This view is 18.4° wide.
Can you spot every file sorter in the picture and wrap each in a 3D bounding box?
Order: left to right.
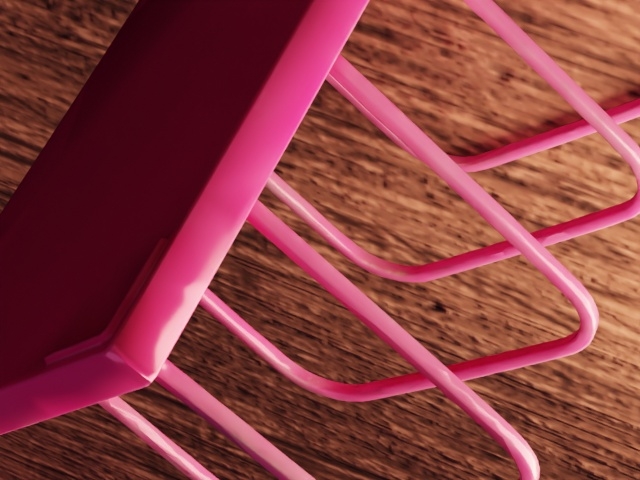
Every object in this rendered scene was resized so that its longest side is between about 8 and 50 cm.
[{"bbox_3d":[0.000,0.000,0.771,0.182,0.291,0.202,41,147,-21],"label":"file sorter"}]
